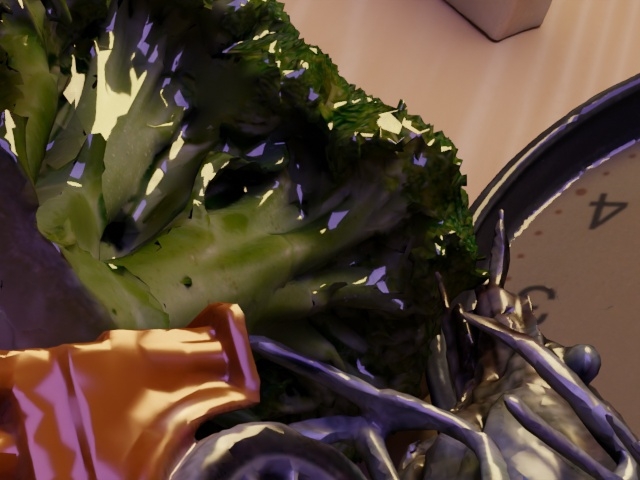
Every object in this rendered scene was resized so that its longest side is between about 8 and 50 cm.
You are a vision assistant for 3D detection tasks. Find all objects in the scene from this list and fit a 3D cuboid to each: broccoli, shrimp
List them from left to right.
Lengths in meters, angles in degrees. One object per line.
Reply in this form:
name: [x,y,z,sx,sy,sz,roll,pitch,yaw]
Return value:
broccoli: [-0.100,0.022,0.646,0.303,0.321,0.283,25,6,-3]
shrimp: [0.069,0.166,0.487,0.166,0.221,0.411,3,53,-37]

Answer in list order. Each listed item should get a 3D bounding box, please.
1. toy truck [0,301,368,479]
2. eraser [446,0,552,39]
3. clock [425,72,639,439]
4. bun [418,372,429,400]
toy truck: [-0.069,0.217,0.356,0.207,0.173,0.388,3,58,-39]
eraser: [0.126,-0.252,1.084,0.068,0.210,0.124,-24,56,-39]
clock: [0.230,0.038,0.701,0.386,0.076,0.386,-12,38,9]
bun: [0.000,0.000,0.840,0.164,0.111,0.188,3,47,-15]
